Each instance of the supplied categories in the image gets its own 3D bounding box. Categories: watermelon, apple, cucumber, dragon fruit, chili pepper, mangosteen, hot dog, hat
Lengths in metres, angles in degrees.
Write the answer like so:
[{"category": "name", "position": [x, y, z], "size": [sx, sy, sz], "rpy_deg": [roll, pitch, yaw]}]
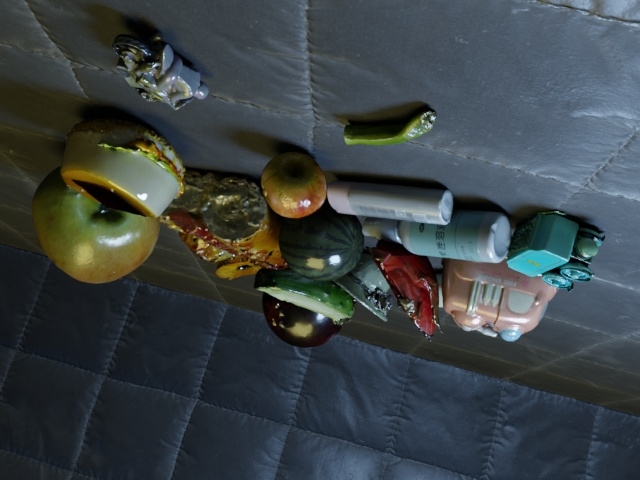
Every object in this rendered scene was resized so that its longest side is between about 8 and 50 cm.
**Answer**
[{"category": "watermelon", "position": [0.000, 0.000, 1.749], "size": [0.212, 0.212, 0.212], "rpy_deg": [15, 164, 4]}, {"category": "apple", "position": [-0.056, -0.115, 1.522], "size": [0.146, 0.146, 0.146], "rpy_deg": [15, 164, 4]}, {"category": "cucumber", "position": [-0.042, 0.137, 2.079], "size": [0.325, 0.145, 0.105], "rpy_deg": [23, 139, -35]}, {"category": "dragon fruit", "position": [0.236, 0.099, 1.743], "size": [0.100, 0.282, 0.343], "rpy_deg": [-26, -178, 14]}, {"category": "chili pepper", "position": [0.124, -0.195, 1.261], "size": [0.201, 0.050, 0.052], "rpy_deg": [-3, -167, 44]}, {"category": "mangosteen", "position": [-0.021, 0.201, 2.367], "size": [0.347, 0.307, 0.307], "rpy_deg": [-11, -178, -34]}, {"category": "hot dog", "position": [-0.241, -0.032, 1.923], "size": [0.367, 0.196, 0.365], "rpy_deg": [12, 168, 25]}, {"category": "apple", "position": [-0.600, -0.065, 1.928], "size": [0.338, 0.338, 0.305], "rpy_deg": [18, 153, -9]}, {"category": "hat", "position": [0.136, 0.112, 2.109], "size": [0.257, 0.130, 0.257], "rpy_deg": [39, -178, -1]}]

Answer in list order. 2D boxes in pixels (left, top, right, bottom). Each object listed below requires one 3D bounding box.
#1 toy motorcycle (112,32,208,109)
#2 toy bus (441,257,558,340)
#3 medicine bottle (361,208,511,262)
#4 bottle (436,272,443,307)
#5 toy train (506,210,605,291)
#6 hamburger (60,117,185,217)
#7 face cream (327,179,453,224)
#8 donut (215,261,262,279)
[{"category": "toy motorcycle", "position": [-0.276, -0.291, 1.263], "size": [0.152, 0.073, 0.225], "rpy_deg": [14, 166, 2]}, {"category": "toy bus", "position": [0.423, 0.116, 1.707], "size": [0.287, 0.232, 0.194], "rpy_deg": [15, 162, 9]}, {"category": "medicine bottle", "position": [0.248, -0.020, 1.613], "size": [0.352, 0.110, 0.110], "rpy_deg": [6, 162, 38]}, {"category": "bottle", "position": [0.379, 0.146, 2.075], "size": [0.104, 0.104, 0.245], "rpy_deg": [27, 160, -36]}, {"category": "toy train", "position": [0.496, 0.022, 1.522], "size": [0.163, 0.112, 0.203], "rpy_deg": [22, 162, -2]}, {"category": "hamburger", "position": [-0.454, -0.173, 1.653], "size": [0.294, 0.179, 0.276], "rpy_deg": [12, 162, 25]}, {"category": "face cream", "position": [0.150, -0.084, 1.557], "size": [0.269, 0.073, 0.107], "rpy_deg": [7, 159, 29]}, {"category": "donut", "position": [-0.268, 0.068, 2.417], "size": [0.190, 0.075, 0.174], "rpy_deg": [-13, 159, 5]}]
